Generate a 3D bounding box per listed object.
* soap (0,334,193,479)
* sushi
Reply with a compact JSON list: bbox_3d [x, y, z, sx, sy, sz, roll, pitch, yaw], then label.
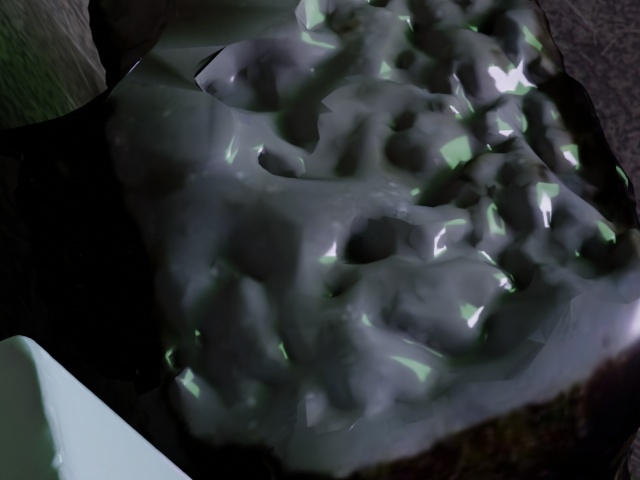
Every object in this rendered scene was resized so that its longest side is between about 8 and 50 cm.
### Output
[{"bbox_3d":[-0.041,0.165,0.616,0.265,0.087,0.160,49,17,-46],"label":"soap"},{"bbox_3d":[0.000,0.000,0.804,0.207,0.234,0.348,79,-1,-53],"label":"sushi"}]
